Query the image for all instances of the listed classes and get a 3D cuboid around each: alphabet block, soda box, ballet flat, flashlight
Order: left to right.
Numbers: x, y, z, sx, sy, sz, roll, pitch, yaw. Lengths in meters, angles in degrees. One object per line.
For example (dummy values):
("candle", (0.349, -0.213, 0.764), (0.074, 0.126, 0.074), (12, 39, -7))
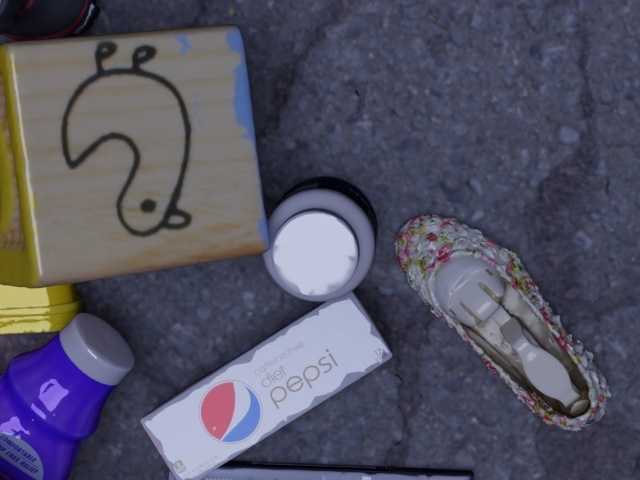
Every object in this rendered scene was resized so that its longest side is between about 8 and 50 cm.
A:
("flashlight", (-0.245, -0.198, 1.418), (0.103, 0.304, 0.103), (37, 97, -3))
("alphabet block", (-0.177, -0.068, 1.446), (0.197, 0.193, 0.192), (-10, 93, -27))
("soda box", (-0.046, 0.126, 1.556), (0.216, 0.069, 0.074), (-32, 89, 1))
("ballet flat", (0.161, 0.070, 1.544), (0.241, 0.077, 0.091), (43, 99, -2))

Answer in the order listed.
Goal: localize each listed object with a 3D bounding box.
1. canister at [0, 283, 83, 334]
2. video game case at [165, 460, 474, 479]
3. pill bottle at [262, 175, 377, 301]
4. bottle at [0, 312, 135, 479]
("canister", (-0.276, -0.007, 1.562), (0.126, 0.073, 0.170), (-3, 96, 2))
("video game case", (-0.003, 0.298, 1.610), (0.274, 0.026, 0.196), (2, 97, 2))
("pill bottle", (0.000, 0.000, 1.497), (0.094, 0.169, 0.094), (0, 98, 3))
("bottle", (-0.273, 0.180, 1.552), (0.118, 0.092, 0.283), (39, 109, -16))
